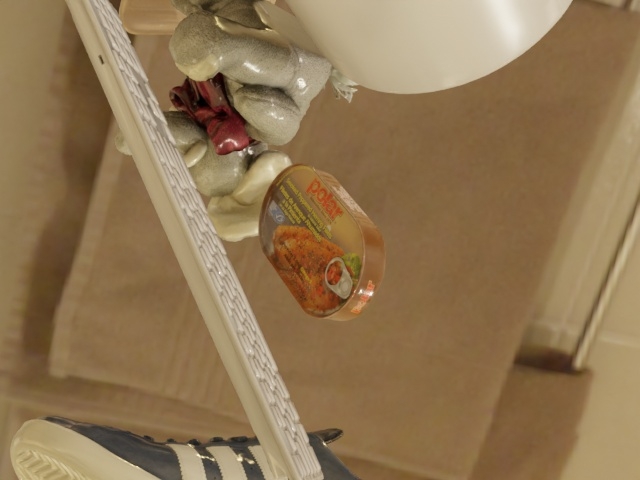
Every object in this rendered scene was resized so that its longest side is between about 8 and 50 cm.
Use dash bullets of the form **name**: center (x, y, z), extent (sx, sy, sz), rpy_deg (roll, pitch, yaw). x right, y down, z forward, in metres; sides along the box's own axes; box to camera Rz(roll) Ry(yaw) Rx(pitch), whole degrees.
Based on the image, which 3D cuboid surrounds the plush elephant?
- **plush elephant**: center (-0.120, -0.161, 1.358), extent (0.255, 0.330, 0.272), rpy_deg (-52, -133, 22)

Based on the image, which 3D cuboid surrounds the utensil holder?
- **utensil holder**: center (0.058, -0.372, 1.060), extent (0.385, 0.328, 0.327), rpy_deg (51, 37, -48)

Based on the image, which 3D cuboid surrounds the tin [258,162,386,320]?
- **tin**: center (0.000, 0.000, 1.114), extent (0.106, 0.040, 0.189), rpy_deg (-63, -141, 23)

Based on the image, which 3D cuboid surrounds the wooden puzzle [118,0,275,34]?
- **wooden puzzle**: center (-0.135, -0.373, 1.453), extent (0.044, 0.221, 0.238), rpy_deg (55, -41, 37)

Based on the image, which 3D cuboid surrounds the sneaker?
- **sneaker**: center (-0.066, 0.198, 0.908), extent (0.131, 0.350, 0.148), rpy_deg (104, 10, -46)

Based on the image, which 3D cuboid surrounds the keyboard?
- **keyboard**: center (-0.057, -0.009, 0.518), extent (0.256, 0.014, 0.072), rpy_deg (65, 8, 11)
